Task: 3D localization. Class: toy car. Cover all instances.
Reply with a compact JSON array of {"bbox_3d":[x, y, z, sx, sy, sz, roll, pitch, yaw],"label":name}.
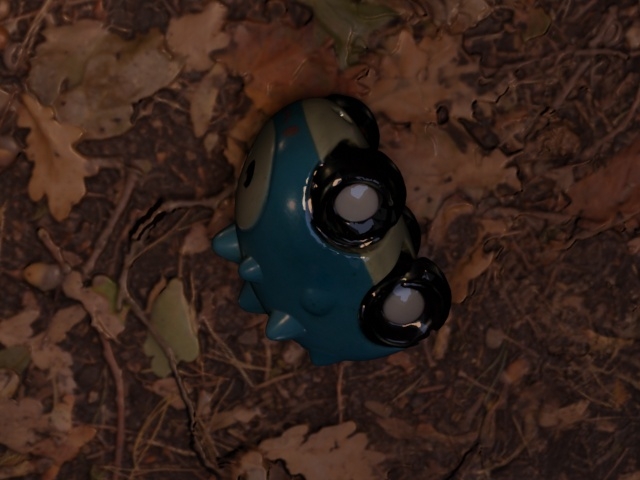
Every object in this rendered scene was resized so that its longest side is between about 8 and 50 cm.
[{"bbox_3d":[0.000,0.000,1.190,0.190,0.188,0.255,-21,118,4],"label":"toy car"}]
